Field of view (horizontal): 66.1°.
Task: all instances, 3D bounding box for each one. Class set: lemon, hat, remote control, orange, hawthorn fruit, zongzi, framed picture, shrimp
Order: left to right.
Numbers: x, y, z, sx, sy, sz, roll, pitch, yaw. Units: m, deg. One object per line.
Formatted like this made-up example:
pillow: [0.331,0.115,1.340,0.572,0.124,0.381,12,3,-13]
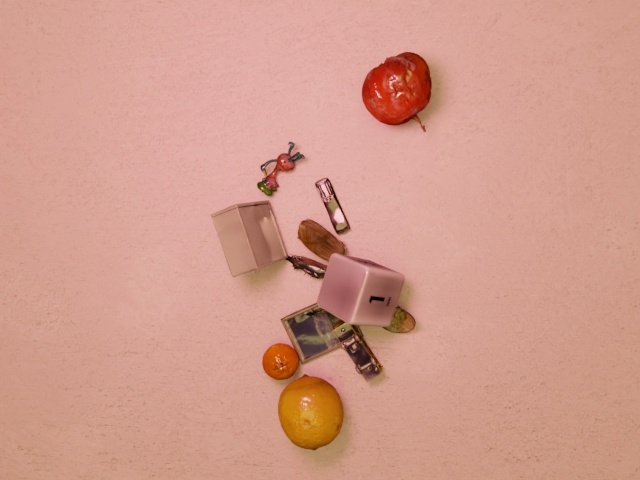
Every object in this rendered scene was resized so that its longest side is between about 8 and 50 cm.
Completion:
orange: [-0.147,0.441,1.787,0.135,0.117,0.136,-1,85,13]
shrimp: [-0.043,0.164,1.777,0.261,0.051,0.198,25,83,8]
lemon: [-0.030,0.607,1.722,0.228,0.228,0.254,-21,86,9]
zongzi: [0.000,0.000,1.704,0.194,0.197,0.099,35,87,2]
framed picture: [0.005,0.322,1.808,0.259,0.023,0.189,-25,92,8]
remote control: [0.043,-0.124,1.775,0.059,0.028,0.212,-25,89,8]
hat: [0.272,0.259,1.747,0.145,0.067,0.146,13,136,13]
hawthorn fruit: [0.271,-0.472,1.628,0.241,0.242,0.272,-28,97,9]

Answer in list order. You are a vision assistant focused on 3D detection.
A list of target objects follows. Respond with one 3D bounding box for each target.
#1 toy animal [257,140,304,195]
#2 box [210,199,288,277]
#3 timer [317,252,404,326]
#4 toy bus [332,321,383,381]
toy animal: [-0.152,-0.260,1.761,0.103,0.100,0.208,34,114,-33]
box: [-0.246,-0.010,1.715,0.117,0.225,0.225,-18,90,24]
timer: [0.135,0.168,1.658,0.192,0.195,0.194,23,99,49]
toy bus: [0.131,0.391,1.752,0.081,0.074,0.226,-35,94,8]
